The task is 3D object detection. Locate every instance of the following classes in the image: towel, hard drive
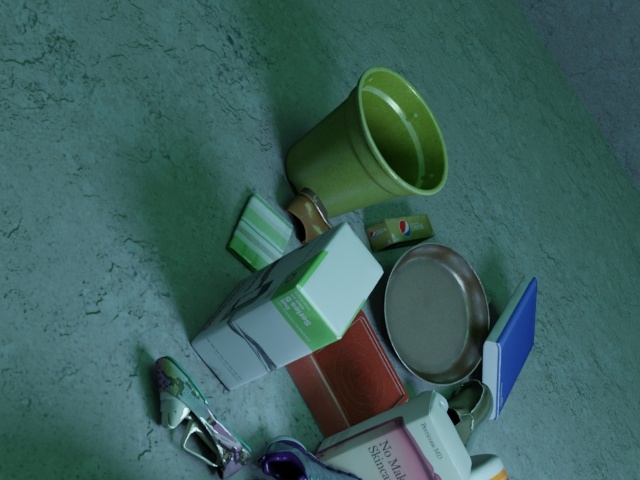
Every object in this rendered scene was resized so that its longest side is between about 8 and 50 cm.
[{"bbox_3d":[-0.115,-0.005,1.645,0.113,0.023,0.152,42,44,-22],"label":"towel"},{"bbox_3d":[0.452,0.248,2.061,0.318,0.040,0.210,-43,136,-52],"label":"hard drive"}]

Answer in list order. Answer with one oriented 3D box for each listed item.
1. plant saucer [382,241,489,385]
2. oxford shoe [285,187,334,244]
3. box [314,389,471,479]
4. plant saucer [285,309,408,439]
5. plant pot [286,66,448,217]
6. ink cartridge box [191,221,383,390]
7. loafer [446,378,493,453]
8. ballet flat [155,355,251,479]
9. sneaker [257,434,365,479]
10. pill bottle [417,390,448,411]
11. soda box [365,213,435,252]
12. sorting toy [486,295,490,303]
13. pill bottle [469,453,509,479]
[{"bbox_3d":[0.245,0.160,1.890,0.310,0.050,0.311,7,77,-35],"label":"plant saucer"},{"bbox_3d":[0.000,0.000,1.751,0.076,0.076,0.212,-42,107,-21],"label":"oxford shoe"},{"bbox_3d":[0.124,0.384,1.496,0.149,0.232,0.127,62,14,-2],"label":"box"},{"bbox_3d":[0.064,0.266,1.671,0.259,0.047,0.259,-31,94,-52],"label":"plant saucer"},{"bbox_3d":[0.077,-0.173,1.774,0.276,0.253,0.276,28,50,-39],"label":"plant pot"},{"bbox_3d":[-0.057,0.111,1.434,0.115,0.272,0.198,51,38,-11],"label":"ink cartridge box"},{"bbox_3d":[0.294,0.372,1.839,0.087,0.094,0.251,57,38,-16],"label":"loafer"},{"bbox_3d":[-0.196,0.282,1.342,0.079,0.077,0.222,-45,106,-31],"label":"ballet flat"},{"bbox_3d":[-0.003,0.407,1.409,0.223,0.083,0.098,28,10,8],"label":"sneaker"},{"bbox_3d":[0.197,0.375,1.723,0.087,0.087,0.160,53,41,-13],"label":"pill bottle"},{"bbox_3d":[0.183,-0.018,1.966,0.181,0.061,0.058,-10,76,-52],"label":"soda box"},{"bbox_3d":[0.365,0.145,2.104,0.083,0.044,0.075,47,47,-22],"label":"sorting toy"},{"bbox_3d":[0.296,0.615,1.592,0.224,0.224,0.392,-10,76,-52],"label":"pill bottle"}]
